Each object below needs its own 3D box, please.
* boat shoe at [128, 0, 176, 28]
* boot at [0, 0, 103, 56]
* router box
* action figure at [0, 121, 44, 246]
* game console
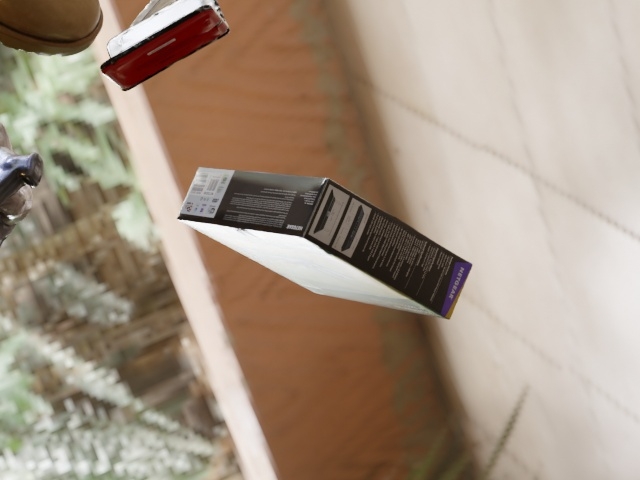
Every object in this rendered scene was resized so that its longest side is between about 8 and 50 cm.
[{"bbox_3d":[-0.221,-0.279,2.185,0.035,0.100,0.035,35,160,4],"label":"boat shoe"},{"bbox_3d":[-0.219,-0.269,1.203,0.269,0.236,0.089,-44,23,48],"label":"boot"},{"bbox_3d":[0.000,0.000,2.091,0.243,0.081,0.309,29,169,-31],"label":"router box"},{"bbox_3d":[-0.412,0.008,1.677,0.341,0.330,0.178,9,159,28],"label":"action figure"},{"bbox_3d":[-0.186,-0.242,1.908,0.085,0.144,0.124,62,-174,14],"label":"game console"}]
